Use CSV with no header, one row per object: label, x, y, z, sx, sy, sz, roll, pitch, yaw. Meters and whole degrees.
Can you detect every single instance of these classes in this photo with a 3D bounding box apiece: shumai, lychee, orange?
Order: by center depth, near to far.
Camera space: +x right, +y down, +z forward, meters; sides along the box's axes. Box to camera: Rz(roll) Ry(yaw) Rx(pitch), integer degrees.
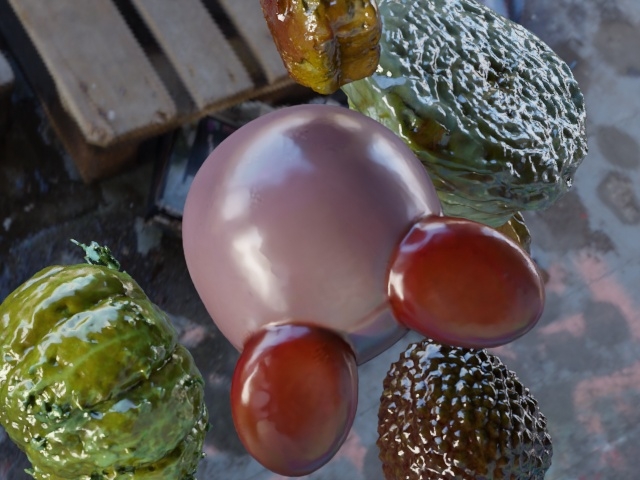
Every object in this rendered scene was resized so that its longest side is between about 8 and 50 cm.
orange,-0.265,0.175,1.315,0.223,0.301,0.300,-31,49,-21
shumai,0.122,-0.117,1.335,0.304,0.263,0.309,-24,74,-46
lychee,0.190,0.260,1.557,0.235,0.236,0.271,-21,101,-27

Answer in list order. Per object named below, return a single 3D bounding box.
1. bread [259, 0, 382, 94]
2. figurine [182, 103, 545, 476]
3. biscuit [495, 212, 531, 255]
bread,-0.032,-0.247,0.876,0.077,0.139,0.271,-21,77,-4
figurine,0.000,0.000,0.940,0.269,0.211,0.261,-32,36,1
biscuit,0.211,-0.013,1.602,0.041,0.290,0.208,-28,45,-32
